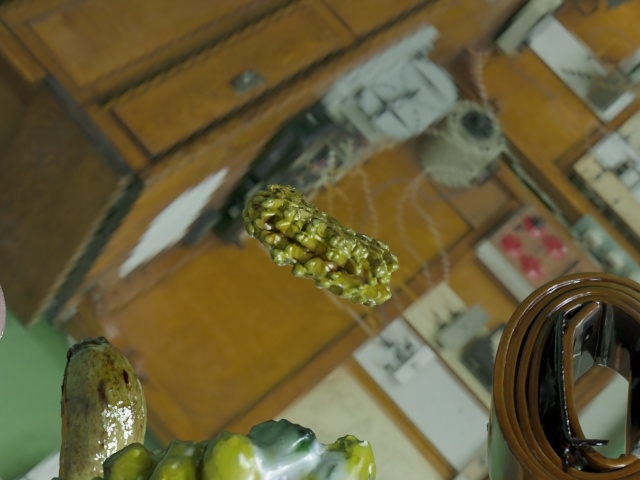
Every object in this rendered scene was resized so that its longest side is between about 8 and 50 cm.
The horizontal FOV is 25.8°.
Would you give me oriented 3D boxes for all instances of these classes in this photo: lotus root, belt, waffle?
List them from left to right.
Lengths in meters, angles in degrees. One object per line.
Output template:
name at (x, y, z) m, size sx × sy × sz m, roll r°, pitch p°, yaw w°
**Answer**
lotus root at (-0.249, 0.239, 1.594) m, size 0.097 × 0.258 × 0.110 m, roll 2°, pitch 176°, yaw 17°
waffle at (0.000, 0.000, 1.612) m, size 0.070 × 0.193 × 0.197 m, roll -58°, pitch -160°, yaw 11°
belt at (0.234, 0.147, 1.177) m, size 0.261 × 0.184 × 0.105 m, roll -82°, pitch 174°, yaw -49°

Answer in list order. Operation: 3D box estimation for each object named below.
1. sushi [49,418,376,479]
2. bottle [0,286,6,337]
sushi at (-0.061, 0.267, 1.065) m, size 0.328 × 0.285 × 0.328 m, roll -27°, pitch -178°, yaw -22°
bottle at (-0.559, 0.136, 1.810) m, size 0.173 × 0.206 × 0.297 m, roll -4°, pitch -166°, yaw 30°
